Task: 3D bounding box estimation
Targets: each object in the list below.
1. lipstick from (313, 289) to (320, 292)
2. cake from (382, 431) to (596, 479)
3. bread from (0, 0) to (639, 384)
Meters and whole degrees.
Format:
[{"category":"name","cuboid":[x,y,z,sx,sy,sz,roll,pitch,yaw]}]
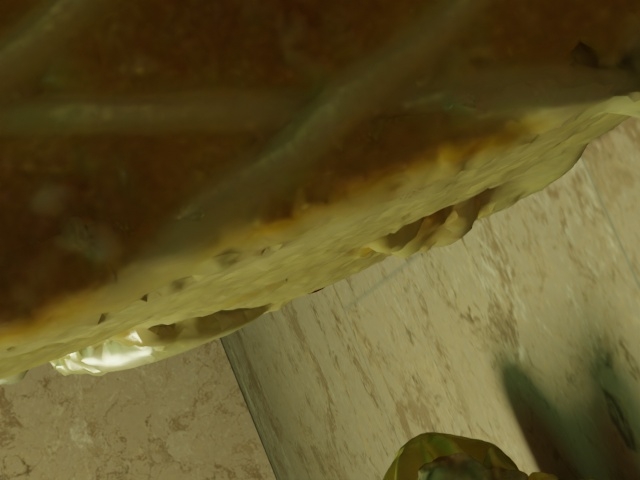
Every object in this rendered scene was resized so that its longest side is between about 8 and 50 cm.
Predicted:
[{"category":"lipstick","cuboid":[0.000,0.000,1.152,0.241,0.080,0.080,132,116,-75]},{"category":"cake","cuboid":[0.112,0.268,0.785,0.227,0.222,0.286,123,126,-73]},{"category":"bread","cuboid":[-0.067,-0.148,0.541,0.279,0.390,0.371,111,136,-84]}]
